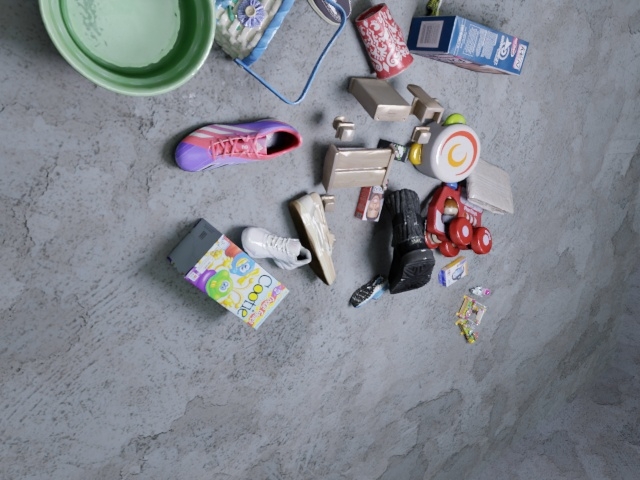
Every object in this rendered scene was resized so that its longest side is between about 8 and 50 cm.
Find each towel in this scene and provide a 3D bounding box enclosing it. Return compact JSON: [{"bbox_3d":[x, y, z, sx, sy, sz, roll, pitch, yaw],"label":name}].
[{"bbox_3d":[0.619,-0.203,1.776,0.282,0.049,0.187,15,66,-38],"label":"towel"}]

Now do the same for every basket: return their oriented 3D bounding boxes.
[{"bbox_3d":[-0.109,-0.483,1.085,0.289,0.201,0.254,27,92,-30],"label":"basket"}]

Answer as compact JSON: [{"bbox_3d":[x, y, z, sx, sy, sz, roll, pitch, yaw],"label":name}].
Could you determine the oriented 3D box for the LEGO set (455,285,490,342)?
[{"bbox_3d":[0.658,0.342,2.047,0.132,0.107,0.286,-12,116,-31],"label":"LEGO set"}]

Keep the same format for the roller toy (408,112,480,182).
[{"bbox_3d":[0.404,-0.290,1.572,0.209,0.146,0.191,-47,120,-2],"label":"roller toy"}]

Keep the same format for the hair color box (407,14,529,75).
[{"bbox_3d":[0.450,-0.586,1.460,0.348,0.174,0.105,-2,111,-35],"label":"hair color box"}]

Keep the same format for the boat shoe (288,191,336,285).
[{"bbox_3d":[0.000,0.000,1.436,0.098,0.109,0.302,-31,119,-20],"label":"boat shoe"}]

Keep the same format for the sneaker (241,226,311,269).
[{"bbox_3d":[-0.114,0.013,1.340,0.232,0.115,0.090,24,63,-45],"label":"sneaker"}]

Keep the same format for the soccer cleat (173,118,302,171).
[{"bbox_3d":[-0.197,-0.235,1.184,0.319,0.116,0.108,-18,119,-29],"label":"soccer cleat"}]

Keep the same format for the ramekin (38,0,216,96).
[{"bbox_3d":[-0.370,-0.443,0.932,0.304,0.148,0.303,-11,116,-23],"label":"ramekin"}]

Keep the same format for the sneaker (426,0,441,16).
[{"bbox_3d":[0.335,-0.696,1.422,0.035,0.031,0.083,-11,115,-31],"label":"sneaker"}]

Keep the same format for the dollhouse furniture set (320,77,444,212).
[{"bbox_3d":[0.148,-0.278,1.430,0.304,0.173,0.355,-5,134,-21],"label":"dollhouse furniture set"}]

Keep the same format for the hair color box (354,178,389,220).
[{"bbox_3d":[0.164,-0.135,1.532,0.072,0.043,0.141,2,109,-37],"label":"hair color box"}]

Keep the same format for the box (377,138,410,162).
[{"bbox_3d":[0.226,-0.280,1.502,0.083,0.062,0.052,7,106,-38],"label":"box"}]

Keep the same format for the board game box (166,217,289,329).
[{"bbox_3d":[-0.240,0.092,1.276,0.142,0.144,0.275,-50,128,-7],"label":"board game box"}]

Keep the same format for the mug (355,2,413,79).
[{"bbox_3d":[0.171,-0.559,1.337,0.113,0.150,0.169,-24,125,18],"label":"mug"}]

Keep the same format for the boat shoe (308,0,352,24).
[{"bbox_3d":[0.006,-0.658,1.164,0.103,0.092,0.285,-42,128,-14],"label":"boat shoe"}]

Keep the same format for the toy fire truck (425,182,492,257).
[{"bbox_3d":[0.486,-0.084,1.731,0.302,0.170,0.253,19,71,-38],"label":"toy fire truck"}]

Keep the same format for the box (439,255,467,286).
[{"bbox_3d":[0.528,0.126,1.915,0.136,0.028,0.081,-29,124,-25],"label":"box"}]

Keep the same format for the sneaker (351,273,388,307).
[{"bbox_3d":[0.179,0.189,1.671,0.162,0.063,0.073,-33,128,-20],"label":"sneaker"}]

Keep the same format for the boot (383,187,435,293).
[{"bbox_3d":[0.280,0.012,1.597,0.131,0.259,0.348,-8,153,-9],"label":"boot"}]
